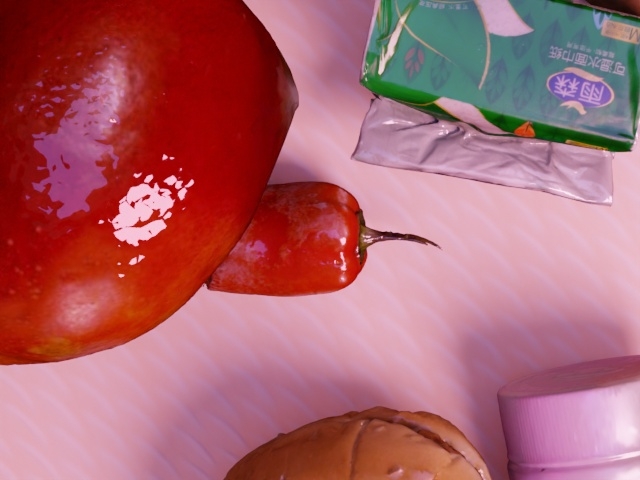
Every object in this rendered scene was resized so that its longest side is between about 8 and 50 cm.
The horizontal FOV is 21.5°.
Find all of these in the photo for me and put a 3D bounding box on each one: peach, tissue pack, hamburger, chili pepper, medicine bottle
[{"bbox_3d":[-0.181,-0.062,1.231,0.281,0.281,0.338,40,91,1],"label":"peach"},{"bbox_3d":[0.135,-0.116,1.270,0.209,0.148,0.156,13,100,3],"label":"tissue pack"},{"bbox_3d":[0.040,0.271,1.266,0.259,0.144,0.283,-26,92,26],"label":"hamburger"},{"bbox_3d":[0.000,0.000,1.318,0.192,0.084,0.086,2,123,5],"label":"chili pepper"},{"bbox_3d":[0.228,0.223,1.278,0.152,0.152,0.254,-11,92,4],"label":"medicine bottle"}]

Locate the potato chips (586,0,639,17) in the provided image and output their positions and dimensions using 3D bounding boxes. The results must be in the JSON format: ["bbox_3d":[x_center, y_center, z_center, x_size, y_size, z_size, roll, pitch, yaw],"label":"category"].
[{"bbox_3d":[0.240,-0.266,1.310,0.150,0.049,0.201,-17,88,2],"label":"potato chips"}]
